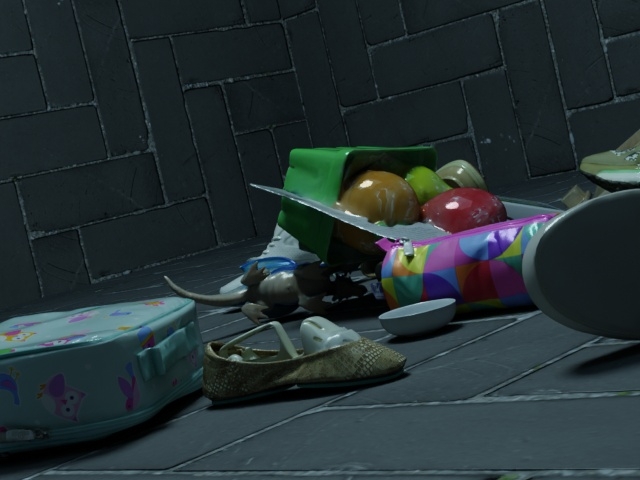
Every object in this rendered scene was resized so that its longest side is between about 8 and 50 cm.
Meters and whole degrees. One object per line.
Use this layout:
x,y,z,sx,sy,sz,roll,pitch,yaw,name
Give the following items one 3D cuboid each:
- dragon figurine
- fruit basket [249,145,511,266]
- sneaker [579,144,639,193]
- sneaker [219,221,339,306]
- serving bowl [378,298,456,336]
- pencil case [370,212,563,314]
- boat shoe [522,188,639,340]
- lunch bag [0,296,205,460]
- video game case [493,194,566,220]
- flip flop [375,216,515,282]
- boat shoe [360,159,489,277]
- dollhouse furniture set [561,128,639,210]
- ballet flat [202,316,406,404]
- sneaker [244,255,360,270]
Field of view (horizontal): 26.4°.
-0.063,0.065,1.864,0.289,0.085,0.144,-9,1,-5,dragon figurine
0.132,-0.016,1.774,0.353,0.166,0.327,26,19,29,fruit basket
0.538,-0.138,1.827,0.410,0.182,0.158,-4,-22,43,sneaker
-0.059,0.026,2.135,0.232,0.115,0.090,-24,3,-2,sneaker
0.104,0.084,1.439,0.083,0.027,0.083,-12,4,1,serving bowl
0.173,0.030,1.489,0.236,0.105,0.104,-10,5,34,pencil case
0.306,0.017,1.173,0.340,0.127,0.158,-6,-5,-18,boat shoe
-0.234,0.129,1.326,0.224,0.108,0.279,-7,7,14,lunch bag
0.243,-0.066,2.351,0.328,0.036,0.300,9,4,2,video game case
0.209,0.001,1.944,0.277,0.080,0.112,-13,3,5,flip flop
0.155,-0.020,2.054,0.089,0.105,0.285,-31,-12,-36,boat shoe
0.561,-0.075,2.231,0.355,0.174,0.303,-44,2,27,dollhouse furniture set
-0.023,0.105,1.249,0.206,0.067,0.073,-11,3,23,ballet flat
0.000,0.000,2.397,0.283,0.122,0.110,-12,3,9,sneaker
